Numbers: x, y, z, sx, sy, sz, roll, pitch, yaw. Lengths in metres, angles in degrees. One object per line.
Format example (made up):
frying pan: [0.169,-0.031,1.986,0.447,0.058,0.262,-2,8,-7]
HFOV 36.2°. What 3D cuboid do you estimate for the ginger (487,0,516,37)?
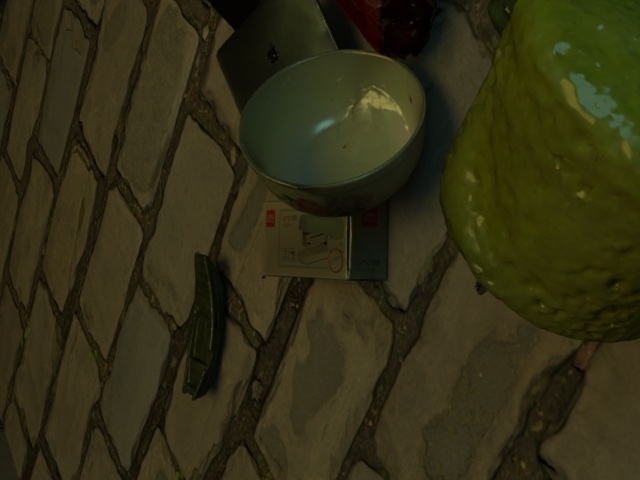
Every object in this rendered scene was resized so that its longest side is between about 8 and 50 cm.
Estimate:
ginger: [0.269,-0.359,1.161,0.137,0.089,0.290,17,133,23]

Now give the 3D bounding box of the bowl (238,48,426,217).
bowl: [0.027,-0.139,1.439,0.277,0.277,0.145,60,174,38]

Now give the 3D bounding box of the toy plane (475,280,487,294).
toy plane: [0.285,0.029,1.173,0.197,0.078,0.053,-23,67,41]

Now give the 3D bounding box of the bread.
bread: [0.293,-0.084,0.939,0.308,0.348,0.348,-59,44,44]

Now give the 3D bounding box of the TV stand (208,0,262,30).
TV stand: [-0.114,-0.418,1.782,0.269,0.082,0.088,51,128,43]

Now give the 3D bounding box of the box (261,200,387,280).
box: [0.000,0.000,1.596,0.269,0.079,0.135,1,89,56]

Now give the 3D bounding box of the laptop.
laptop: [-0.076,-0.312,1.651,0.269,0.015,0.188,-37,71,43]

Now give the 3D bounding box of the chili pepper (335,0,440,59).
chili pepper: [0.051,-0.379,1.419,0.253,0.144,0.136,45,128,25]

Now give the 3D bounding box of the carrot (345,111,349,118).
carrot: [0.007,-0.264,1.610,0.254,0.049,0.049,56,133,34]

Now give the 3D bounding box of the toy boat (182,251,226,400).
toy boat: [-0.230,0.170,1.956,0.093,0.055,0.293,18,104,56]
